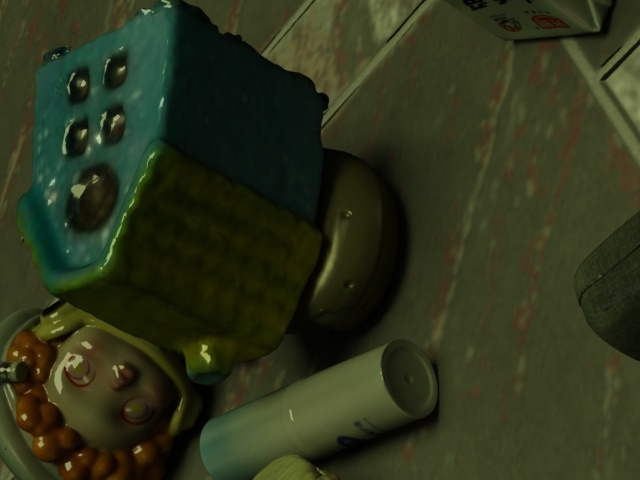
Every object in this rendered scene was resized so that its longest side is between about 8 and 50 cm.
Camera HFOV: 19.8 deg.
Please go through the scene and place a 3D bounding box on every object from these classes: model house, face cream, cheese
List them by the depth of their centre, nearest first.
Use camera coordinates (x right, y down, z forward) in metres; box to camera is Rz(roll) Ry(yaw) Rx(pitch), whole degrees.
[{"bbox_3d":[-0.131,-0.033,1.686,0.215,0.237,0.303,-20,57,36],"label":"model house"},{"bbox_3d":[-0.006,0.165,1.706,0.250,0.077,0.077,-26,52,41],"label":"face cream"},{"bbox_3d":[0.000,0.000,1.782,0.175,0.091,0.202,-16,56,43],"label":"cheese"}]

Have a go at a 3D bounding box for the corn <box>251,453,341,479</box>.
[{"bbox_3d":[-0.053,0.342,1.629,0.122,0.123,0.305,16,84,52],"label":"corn"}]

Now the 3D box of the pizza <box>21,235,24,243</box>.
[{"bbox_3d":[-0.348,-0.026,2.292,0.083,0.016,0.037,-47,39,18],"label":"pizza"}]

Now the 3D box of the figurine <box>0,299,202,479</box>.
[{"bbox_3d":[-0.178,0.106,1.920,0.382,0.224,0.205,-37,16,-1],"label":"figurine"}]

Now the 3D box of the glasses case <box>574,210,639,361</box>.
[{"bbox_3d":[0.335,-0.022,1.341,0.323,0.131,0.074,-42,40,29],"label":"glasses case"}]

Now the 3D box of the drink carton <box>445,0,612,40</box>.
[{"bbox_3d":[0.119,-0.290,1.607,0.130,0.315,0.106,4,70,53],"label":"drink carton"}]
